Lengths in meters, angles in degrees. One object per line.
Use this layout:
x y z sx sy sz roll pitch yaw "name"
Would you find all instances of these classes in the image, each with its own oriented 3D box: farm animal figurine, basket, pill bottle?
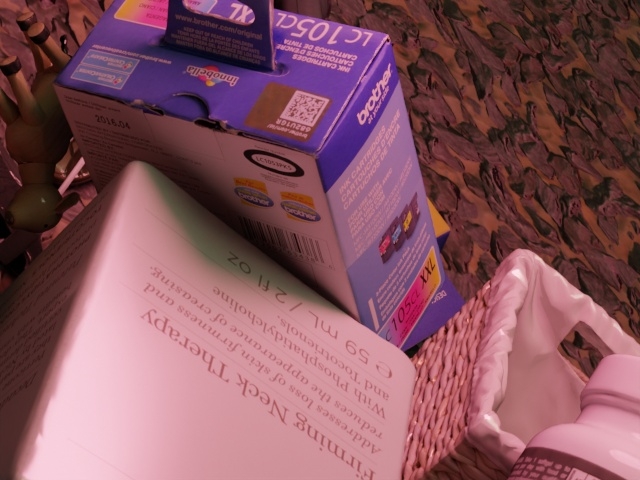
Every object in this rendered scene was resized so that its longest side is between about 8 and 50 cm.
-0.336 -0.024 1.733 0.327 0.330 0.172 -108 173 -56 "farm animal figurine"
0.228 0.253 2.105 0.328 0.266 0.331 40 34 -13 "basket"
0.241 0.297 1.780 0.210 0.210 0.363 37 74 -16 "pill bottle"

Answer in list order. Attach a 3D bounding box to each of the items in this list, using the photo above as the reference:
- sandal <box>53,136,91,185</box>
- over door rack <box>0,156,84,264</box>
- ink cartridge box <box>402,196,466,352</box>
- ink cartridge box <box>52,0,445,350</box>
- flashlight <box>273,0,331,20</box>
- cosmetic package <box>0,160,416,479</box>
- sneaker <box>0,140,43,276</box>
-0.223 -0.099 2.152 0.219 0.060 0.090 -27 71 -42 "sandal"
-0.147 -0.025 2.005 0.239 0.108 0.324 45 46 -13 "over door rack"
0.000 0.000 2.221 0.303 0.072 0.307 -29 77 -40 "ink cartridge box"
-0.060 -0.069 1.744 0.270 0.395 0.151 16 58 25 "ink cartridge box"
-0.016 -0.240 2.510 0.103 0.103 0.304 26 34 -24 "flashlight"
-0.159 0.223 1.627 0.329 0.327 0.394 37 35 -18 "cosmetic package"
-0.333 -0.049 1.963 0.170 0.051 0.089 50 29 -14 "sneaker"
